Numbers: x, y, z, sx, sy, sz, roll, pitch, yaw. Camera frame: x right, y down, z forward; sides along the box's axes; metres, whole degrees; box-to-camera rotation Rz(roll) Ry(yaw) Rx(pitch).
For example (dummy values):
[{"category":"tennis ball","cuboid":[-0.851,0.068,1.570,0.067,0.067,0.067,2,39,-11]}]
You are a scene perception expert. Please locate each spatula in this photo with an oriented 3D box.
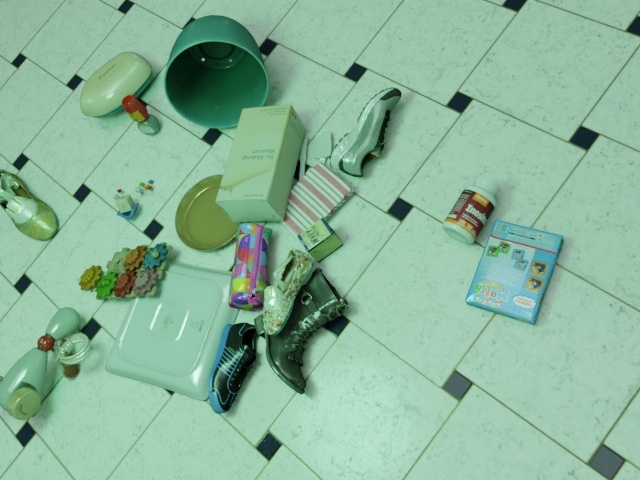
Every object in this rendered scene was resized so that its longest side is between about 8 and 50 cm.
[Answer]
[{"category":"spatula","cuboid":[-0.049,-0.184,1.906,0.168,0.019,0.241,-6,65,19]}]

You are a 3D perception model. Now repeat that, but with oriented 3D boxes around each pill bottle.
[{"category":"pill bottle","cuboid":[0.362,-0.075,1.646,0.086,0.086,0.152,27,80,30]}]

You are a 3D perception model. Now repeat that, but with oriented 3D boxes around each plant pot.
[{"category":"plant pot","cuboid":[-0.301,-0.075,1.956,0.237,0.032,0.236,-9,66,19]},{"category":"plant pot","cuboid":[-0.303,-0.513,2.015,0.293,0.293,0.235,-21,45,13]}]

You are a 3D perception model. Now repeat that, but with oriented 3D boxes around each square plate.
[{"category":"square plate","cuboid":[-0.395,0.218,1.855,0.344,0.049,0.347,9,72,26]}]

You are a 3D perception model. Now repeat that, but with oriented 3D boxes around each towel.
[{"category":"towel","cuboid":[-0.022,-0.103,1.845,0.197,0.029,0.144,-46,59,1]}]

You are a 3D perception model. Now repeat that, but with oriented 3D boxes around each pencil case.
[{"category":"pencil case","cuboid":[-0.180,0.070,1.799,0.105,0.104,0.236,-8,63,19]}]

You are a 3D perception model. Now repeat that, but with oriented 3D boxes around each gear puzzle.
[{"category":"gear puzzle","cuboid":[-0.572,0.084,1.962,0.339,0.044,0.175,-7,55,33]}]

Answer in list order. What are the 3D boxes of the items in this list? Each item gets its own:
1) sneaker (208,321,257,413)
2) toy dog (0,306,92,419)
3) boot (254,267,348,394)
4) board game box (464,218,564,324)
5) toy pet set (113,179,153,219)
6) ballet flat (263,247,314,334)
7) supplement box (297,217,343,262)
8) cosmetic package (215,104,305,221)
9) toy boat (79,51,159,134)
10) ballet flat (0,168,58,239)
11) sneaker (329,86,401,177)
[{"category":"sneaker","cuboid":[-0.211,0.313,1.715,0.091,0.081,0.232,-7,64,31]},{"category":"toy dog","cuboid":[-0.766,0.361,1.915,0.334,0.161,0.220,-39,55,-15]},{"category":"boot","cuboid":[-0.029,0.213,1.680,0.229,0.091,0.263,-34,57,6]},{"category":"board game box","cuboid":[0.442,0.069,1.577,0.160,0.039,0.211,17,74,28]},{"category":"toy pet set","cuboid":[-0.561,-0.117,2.080,0.122,0.065,0.114,-14,28,13]},{"category":"ballet flat","cuboid":[-0.094,0.117,1.689,0.091,0.077,0.241,-19,36,45]},{"category":"supplement box","cuboid":[0.000,0.000,1.766,0.083,0.083,0.056,-36,59,5]},{"category":"cosmetic package","cuboid":[-0.158,-0.210,1.879,0.160,0.113,0.309,-1,60,22]},{"category":"toy boat","cuboid":[-0.622,-0.452,2.207,0.267,0.148,0.318,-40,51,-4]},{"category":"ballet flat","cuboid":[-0.967,-0.121,2.206,0.123,0.123,0.348,-48,59,-3]},{"category":"sneaker","cuboid":[0.139,-0.283,1.837,0.108,0.100,0.271,33,86,17]}]
